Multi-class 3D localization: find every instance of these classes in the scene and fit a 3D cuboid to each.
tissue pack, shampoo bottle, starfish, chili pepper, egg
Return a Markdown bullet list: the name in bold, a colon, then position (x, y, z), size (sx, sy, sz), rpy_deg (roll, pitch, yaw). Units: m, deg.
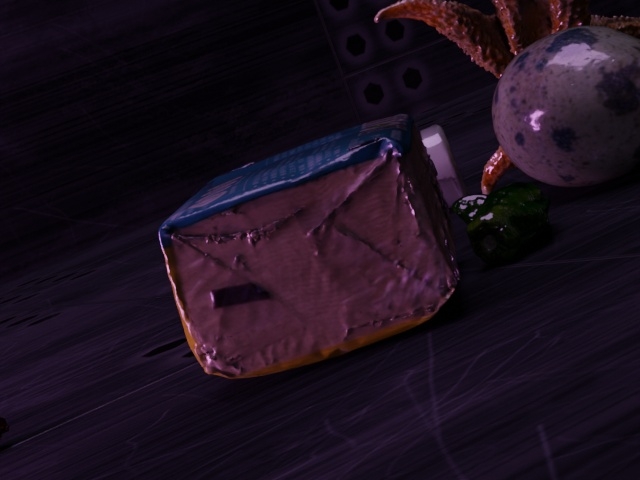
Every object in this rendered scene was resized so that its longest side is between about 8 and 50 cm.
- **tissue pack**: position (0.000, 0.000, 1.245), size (0.192, 0.134, 0.271), rpy_deg (-21, 6, 8)
- **shampoo bottle**: position (0.016, -0.034, 1.733), size (0.262, 0.085, 0.085), rpy_deg (-21, 6, 5)
- **starfish**: position (0.212, -0.205, 1.567), size (0.301, 0.293, 0.084), rpy_deg (-32, 42, 13)
- **chili pepper**: position (0.147, -0.021, 1.343), size (0.073, 0.050, 0.182), rpy_deg (-27, 3, 4)
- **egg**: position (0.237, -0.119, 1.488), size (0.181, 0.141, 0.141), rpy_deg (-8, 13, 41)

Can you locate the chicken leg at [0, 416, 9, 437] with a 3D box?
- **chicken leg**: position (-0.303, 0.165, 1.269), size (0.145, 0.037, 0.062), rpy_deg (-22, -16, -20)
